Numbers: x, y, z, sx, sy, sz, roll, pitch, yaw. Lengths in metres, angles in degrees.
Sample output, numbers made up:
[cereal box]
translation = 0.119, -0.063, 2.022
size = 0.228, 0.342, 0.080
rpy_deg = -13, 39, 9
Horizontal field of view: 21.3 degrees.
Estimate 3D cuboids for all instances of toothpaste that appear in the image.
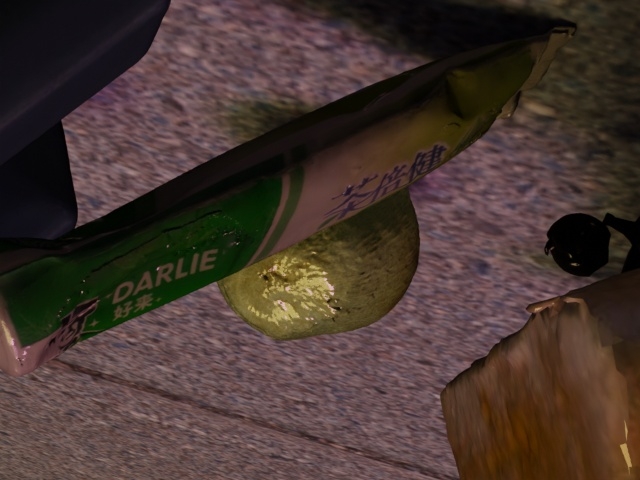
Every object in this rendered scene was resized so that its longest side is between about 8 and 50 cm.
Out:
[toothpaste]
translation = -0.027, -0.013, 0.569
size = 0.248, 0.046, 0.078
rpy_deg = -24, 167, -20

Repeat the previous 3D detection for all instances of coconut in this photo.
[coconut]
translation = 0.000, 0.000, 0.724
size = 0.088, 0.096, 0.087
rpy_deg = 15, 123, 24

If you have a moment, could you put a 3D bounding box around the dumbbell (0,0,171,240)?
[dumbbell]
translation = -0.148, -0.060, 0.604
size = 0.144, 0.156, 0.316
rpy_deg = -9, 167, -17

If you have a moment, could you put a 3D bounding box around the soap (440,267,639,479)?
[soap]
translation = 0.212, 0.081, 0.489
size = 0.339, 0.169, 0.304
rpy_deg = -11, 167, -8

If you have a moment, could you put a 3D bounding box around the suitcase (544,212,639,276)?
[suitcase]
translation = 0.192, 0.076, 0.670
size = 0.235, 0.143, 0.194
rpy_deg = 15, 160, 9
